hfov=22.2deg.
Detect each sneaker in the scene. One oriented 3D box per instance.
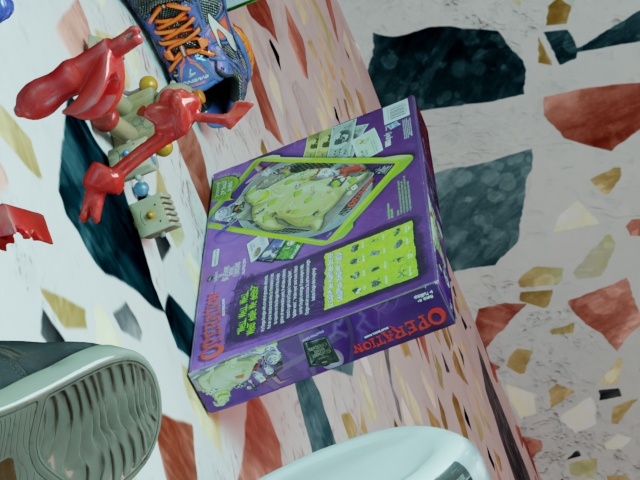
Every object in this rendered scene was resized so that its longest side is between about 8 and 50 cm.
[{"bbox_3d":[-0.178,0.093,0.655,0.222,0.118,0.083,-16,107,-53],"label":"sneaker"},{"bbox_3d":[-0.113,-0.180,1.483,0.221,0.083,0.087,50,30,-55],"label":"sneaker"}]

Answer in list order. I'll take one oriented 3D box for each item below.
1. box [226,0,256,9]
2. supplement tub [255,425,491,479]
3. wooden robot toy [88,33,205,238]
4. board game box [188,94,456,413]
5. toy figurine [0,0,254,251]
[{"bbox_3d":[-0.058,-0.358,1.584,0.127,0.262,0.231,-56,125,-79],"label":"box"},{"bbox_3d":[0.064,0.315,1.112,0.207,0.207,0.338,-59,130,-77],"label":"supplement tub"},{"bbox_3d":[-0.125,-0.092,1.238,0.076,0.079,0.173,48,24,-66],"label":"wooden robot toy"},{"bbox_3d":[0.000,0.000,1.368,0.347,0.208,0.056,-89,160,-61],"label":"board game box"},{"bbox_3d":[-0.198,-0.187,0.759,0.362,0.191,0.217,71,15,12],"label":"toy figurine"}]
